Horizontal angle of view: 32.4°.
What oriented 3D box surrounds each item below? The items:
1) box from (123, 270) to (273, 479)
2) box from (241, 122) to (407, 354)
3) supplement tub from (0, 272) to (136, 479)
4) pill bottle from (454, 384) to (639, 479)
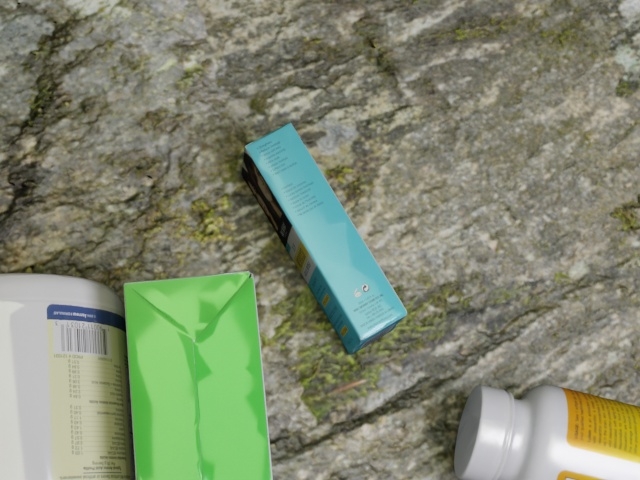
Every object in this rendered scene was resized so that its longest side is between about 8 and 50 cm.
[{"bbox_3d":[-0.115,0.186,1.071,0.127,0.231,0.262,-4,76,-9],"label":"box"},{"bbox_3d":[0.000,0.000,1.204,0.060,0.100,0.244,-29,80,-13],"label":"box"},{"bbox_3d":[-0.293,0.211,1.040,0.235,0.235,0.324,-4,75,-8],"label":"supplement tub"},{"bbox_3d":[0.272,0.228,1.155,0.246,0.136,0.136,14,74,-3],"label":"pill bottle"}]
